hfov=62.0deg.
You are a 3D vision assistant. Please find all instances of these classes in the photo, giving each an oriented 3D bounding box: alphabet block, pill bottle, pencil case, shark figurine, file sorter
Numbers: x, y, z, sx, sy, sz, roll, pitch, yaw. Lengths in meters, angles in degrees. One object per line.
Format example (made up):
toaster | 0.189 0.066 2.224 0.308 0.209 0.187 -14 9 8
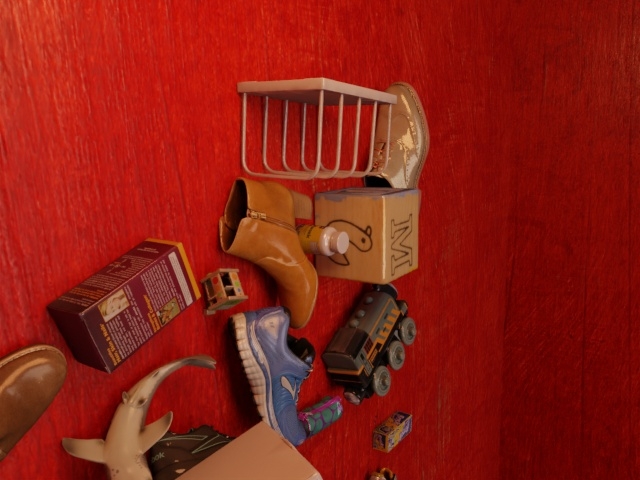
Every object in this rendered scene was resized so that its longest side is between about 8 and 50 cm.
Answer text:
alphabet block | 0.111 -0.020 1.254 0.193 0.193 0.197 -15 106 -53
pill bottle | 0.000 0.000 1.152 0.065 0.116 0.065 -14 107 -56
pencil case | -0.010 0.415 1.251 0.152 0.065 0.070 -6 125 -57
shark figurine | -0.275 0.284 0.831 0.278 0.166 0.116 -74 175 -46
file sorter | -0.001 -0.213 1.053 0.278 0.193 0.172 -13 108 -55

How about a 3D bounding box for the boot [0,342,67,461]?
boot | -0.394 0.246 0.602 0.305 0.115 0.112 -52 133 -40

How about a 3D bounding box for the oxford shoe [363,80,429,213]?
oxford shoe | 0.190 -0.213 1.391 0.147 0.141 0.396 -13 104 -48

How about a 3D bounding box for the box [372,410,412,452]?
box | 0.223 0.586 1.640 0.169 0.054 0.059 -10 104 -56

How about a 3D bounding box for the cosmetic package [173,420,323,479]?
cosmetic package | -0.171 0.441 0.723 0.385 0.217 0.156 -27 103 -21

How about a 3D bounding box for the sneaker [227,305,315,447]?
sneaker | -0.067 0.272 1.038 0.147 0.130 0.329 -19 117 -12

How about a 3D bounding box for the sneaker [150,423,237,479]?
sneaker | -0.173 0.370 0.930 0.267 0.106 0.101 18 122 -45

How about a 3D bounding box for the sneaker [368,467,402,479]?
sneaker | 0.214 0.746 1.623 0.225 0.088 0.092 34 66 -54

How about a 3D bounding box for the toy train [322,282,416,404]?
toy train | 0.135 0.258 1.390 0.334 0.142 0.190 -52 126 -39

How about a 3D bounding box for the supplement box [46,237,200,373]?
supplement box | -0.278 0.088 0.779 0.188 0.081 0.104 -44 130 -45

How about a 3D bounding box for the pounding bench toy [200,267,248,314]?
pounding bench toy | -0.185 0.090 0.952 0.052 0.083 0.065 7 58 -59

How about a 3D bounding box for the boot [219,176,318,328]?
boot | -0.105 0.032 1.030 0.211 0.104 0.294 3 88 -51
